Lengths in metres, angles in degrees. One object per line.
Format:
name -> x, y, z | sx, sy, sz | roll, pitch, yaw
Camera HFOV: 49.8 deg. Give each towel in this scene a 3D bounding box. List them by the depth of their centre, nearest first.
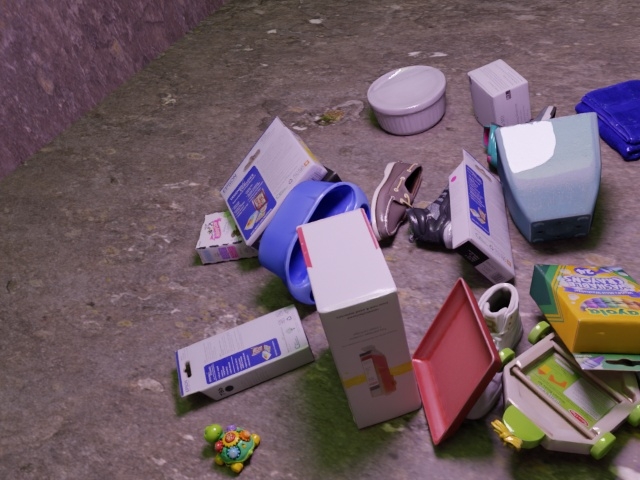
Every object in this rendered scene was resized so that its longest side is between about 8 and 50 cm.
towel -> 0.912, -0.364, 2.003 | 0.227, 0.076, 0.308 | -19, 40, 2

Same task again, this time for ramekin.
ramekin -> 0.300, -0.469, 2.334 | 0.272, 0.127, 0.273 | -12, 41, 10

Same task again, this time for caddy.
caddy -> 0.000, 0.000, 1.814 | 0.179, 0.241, 0.341 | 17, 71, 43

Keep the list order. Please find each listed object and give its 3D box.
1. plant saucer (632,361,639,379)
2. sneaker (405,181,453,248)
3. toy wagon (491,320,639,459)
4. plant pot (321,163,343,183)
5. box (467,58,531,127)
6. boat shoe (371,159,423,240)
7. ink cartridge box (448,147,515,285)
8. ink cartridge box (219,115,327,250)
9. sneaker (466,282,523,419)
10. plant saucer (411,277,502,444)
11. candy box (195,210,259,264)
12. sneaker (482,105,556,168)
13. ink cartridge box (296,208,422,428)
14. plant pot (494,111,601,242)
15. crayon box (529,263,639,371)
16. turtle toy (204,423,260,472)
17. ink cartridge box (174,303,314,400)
plant saucer -> 0.729, 0.248, 1.377 | 0.194, 0.037, 0.195 | -1, 39, 1
sneaker -> 0.318, -0.090, 1.913 | 0.153, 0.101, 0.269 | 1, 46, 20
toy wagon -> 0.464, 0.310, 1.361 | 0.344, 0.068, 0.267 | -27, 50, -27
plant pot -> -0.023, -0.115, 2.036 | 0.167, 0.187, 0.188 | -48, 45, -10
box -> 0.559, -0.434, 2.144 | 0.119, 0.181, 0.182 | -24, 41, -1
boat shoe -> 0.223, -0.121, 1.984 | 0.096, 0.117, 0.324 | -4, 36, 23
ink cartridge box -> 0.414, -0.069, 1.793 | 0.069, 0.175, 0.371 | -35, 30, 35
ink cartridge box -> -0.147, -0.169, 2.009 | 0.304, 0.072, 0.307 | -50, 37, 15
sneaker -> 0.355, 0.226, 1.491 | 0.108, 0.169, 0.293 | 11, 51, 30
plant saucer -> 0.287, 0.254, 1.453 | 0.047, 0.259, 0.259 | 14, 32, -16
candy box -> -0.265, -0.018, 2.097 | 0.196, 0.070, 0.165 | -9, 41, 12
sneaker -> 0.576, -0.312, 2.048 | 0.178, 0.124, 0.295 | 22, 55, 24
ink cartridge box -> 0.085, 0.171, 1.496 | 0.160, 0.385, 0.279 | -17, 40, -1
plant pot -> 0.587, -0.138, 1.754 | 0.247, 0.248, 0.252 | -7, 66, 14
crayon box -> 0.586, 0.150, 1.430 | 0.203, 0.083, 0.323 | 2, 22, -3
turtle toy -> -0.204, 0.452, 1.542 | 0.130, 0.066, 0.095 | 11, 49, 32
ink cartridge box -> -0.193, 0.288, 1.727 | 0.332, 0.065, 0.165 | -20, 40, -2
